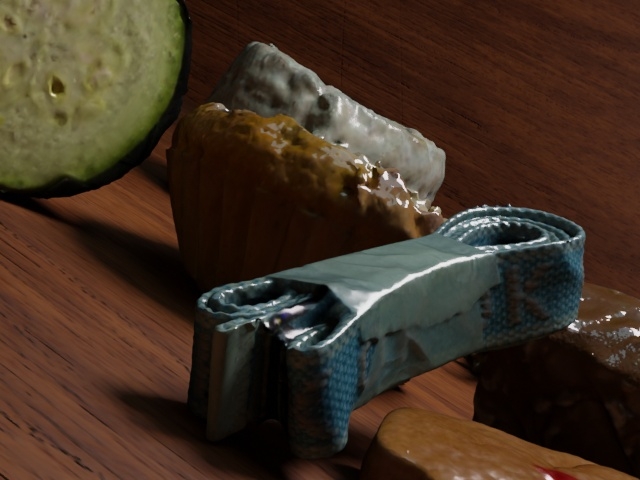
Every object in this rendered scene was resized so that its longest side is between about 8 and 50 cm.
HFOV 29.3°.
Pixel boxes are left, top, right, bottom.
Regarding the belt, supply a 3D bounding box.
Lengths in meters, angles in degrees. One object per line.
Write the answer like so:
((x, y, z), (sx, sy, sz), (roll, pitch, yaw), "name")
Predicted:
((0.049, 0.039, 0.668), (0.087, 0.072, 0.302), (24, 27, 35), "belt")

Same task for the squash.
((-0.204, -0.148, 0.867), (0.220, 0.220, 0.133), (24, 9, -38), "squash")

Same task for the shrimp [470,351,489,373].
((0.168, 0.106, 1.243), (0.117, 0.066, 0.262), (15, -14, 23), "shrimp")

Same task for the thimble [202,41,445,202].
((-0.011, -0.084, 1.380), (0.291, 0.195, 0.291), (28, 4, -2), "thimble")

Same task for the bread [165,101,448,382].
((0.000, 0.000, 0.918), (0.274, 0.149, 0.274), (25, 0, 0), "bread")

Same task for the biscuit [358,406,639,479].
((0.176, 0.172, 0.605), (0.334, 0.047, 0.202), (26, 14, 10), "biscuit")

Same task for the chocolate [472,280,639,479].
((0.204, 0.128, 0.793), (0.214, 0.148, 0.093), (29, 35, 31), "chocolate")
